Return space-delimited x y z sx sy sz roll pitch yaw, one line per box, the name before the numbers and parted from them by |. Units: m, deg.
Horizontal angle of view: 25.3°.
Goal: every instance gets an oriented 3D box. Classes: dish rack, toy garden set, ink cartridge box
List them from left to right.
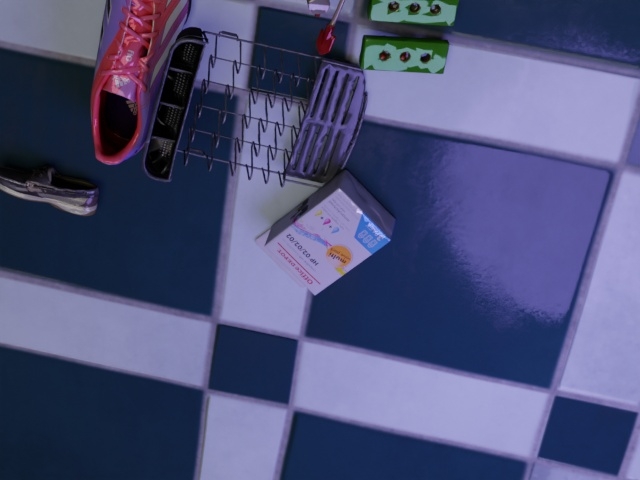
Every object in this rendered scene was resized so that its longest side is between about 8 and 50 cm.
dish rack | -0.079 -0.159 1.831 0.272 0.074 0.208 11 124 -12
ink cartridge box | 0.000 0.000 1.939 0.181 0.061 0.104 -37 107 27
toy garden set | 0.069 -0.326 1.727 0.204 0.049 0.244 2 125 -11

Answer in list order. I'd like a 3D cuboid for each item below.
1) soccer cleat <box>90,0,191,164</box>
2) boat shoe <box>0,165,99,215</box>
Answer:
soccer cleat | -0.235 -0.245 1.808 0.109 0.116 0.318 15 122 2
boat shoe | -0.379 -0.080 1.973 0.152 0.056 0.049 16 117 -10
